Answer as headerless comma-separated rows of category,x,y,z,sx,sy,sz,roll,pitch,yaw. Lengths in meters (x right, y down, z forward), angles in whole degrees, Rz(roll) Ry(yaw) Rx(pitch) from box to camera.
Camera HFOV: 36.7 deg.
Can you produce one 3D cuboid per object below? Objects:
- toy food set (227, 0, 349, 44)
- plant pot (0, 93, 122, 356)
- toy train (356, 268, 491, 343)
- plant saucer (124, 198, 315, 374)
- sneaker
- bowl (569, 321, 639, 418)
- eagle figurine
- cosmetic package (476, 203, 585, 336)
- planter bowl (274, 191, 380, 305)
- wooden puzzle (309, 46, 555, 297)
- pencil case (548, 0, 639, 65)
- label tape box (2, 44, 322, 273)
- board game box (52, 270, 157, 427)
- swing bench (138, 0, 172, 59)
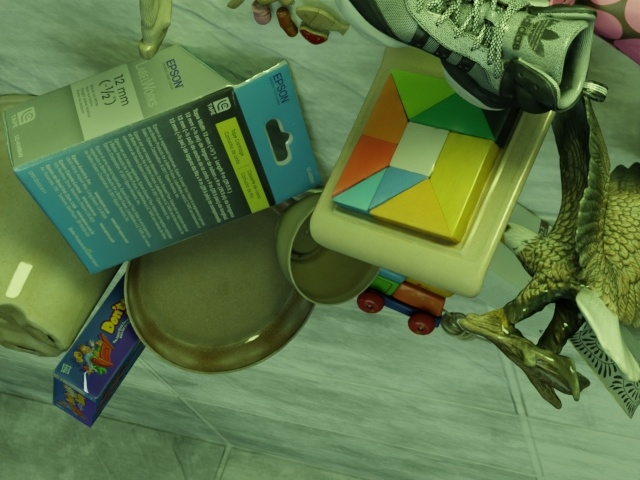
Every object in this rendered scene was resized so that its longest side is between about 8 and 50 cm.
toy food set,-0.035,-0.248,1.051,0.122,0.019,0.078,22,156,-24
plant pot,-0.433,-0.001,1.485,0.333,0.306,0.334,16,155,8
toy train,0.184,0.071,1.451,0.248,0.105,0.143,24,141,-9
plant saucer,-0.147,0.054,1.463,0.310,0.311,0.050,35,-178,-29
sneaker,0.133,-0.184,0.796,0.268,0.101,0.153,26,177,-40
bowl,0.444,0.177,1.453,0.080,0.170,0.170,-37,133,8
eagle figurine,0.266,-0.002,0.974,0.225,0.298,0.226,34,173,14
cosmetic package,0.252,0.025,1.279,0.231,0.117,0.085,30,152,-24
planter bowl,0.000,0.000,1.384,0.162,0.162,0.109,39,175,-35
wooden puzzle,0.107,-0.084,0.977,0.221,0.239,0.044,19,176,38
pencil case,0.300,-0.188,0.854,0.209,0.095,0.098,30,167,-16
label tape box,-0.194,-0.117,1.255,0.347,0.115,0.249,-22,146,-3
board game box,-0.304,0.120,1.578,0.078,0.347,0.233,33,153,-2
swing bench,-0.249,-0.328,0.881,0.254,0.165,0.253,14,154,-2
